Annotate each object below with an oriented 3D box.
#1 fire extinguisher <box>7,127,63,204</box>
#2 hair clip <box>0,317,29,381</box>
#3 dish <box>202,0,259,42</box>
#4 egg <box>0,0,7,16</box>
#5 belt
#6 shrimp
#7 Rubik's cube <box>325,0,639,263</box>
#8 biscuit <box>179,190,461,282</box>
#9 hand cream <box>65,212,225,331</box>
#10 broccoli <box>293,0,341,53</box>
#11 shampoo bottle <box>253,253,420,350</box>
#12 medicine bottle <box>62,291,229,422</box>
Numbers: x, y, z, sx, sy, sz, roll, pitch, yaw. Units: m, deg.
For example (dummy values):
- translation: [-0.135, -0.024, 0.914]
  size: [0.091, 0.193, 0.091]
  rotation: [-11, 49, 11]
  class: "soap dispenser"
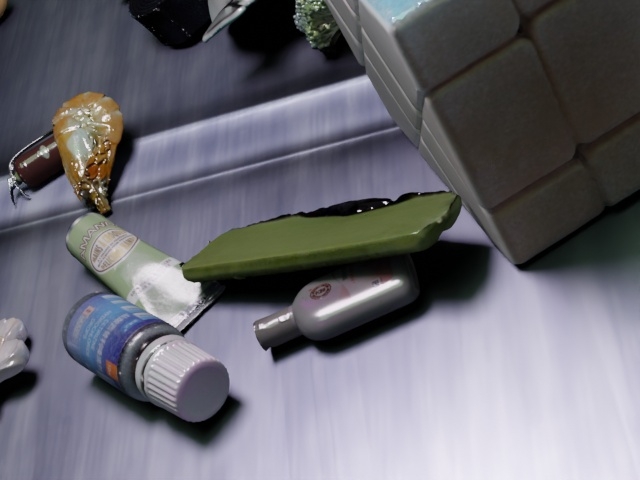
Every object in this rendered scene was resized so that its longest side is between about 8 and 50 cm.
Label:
- translation: [-0.331, -0.111, 1.827]
  size: [0.158, 0.043, 0.064]
  rotation: [-32, 71, 0]
  class: "fire extinguisher"
- translation: [-0.401, 0.179, 1.552]
  size: [0.146, 0.075, 0.257]
  rotation: [2, 56, 39]
  class: "hair clip"
- translation: [-0.080, -0.339, 1.792]
  size: [0.224, 0.078, 0.246]
  rotation: [-30, 13, 42]
  class: "dish"
- translation: [-0.518, -0.353, 2.189]
  size: [0.096, 0.080, 0.080]
  rotation: [-17, 40, 7]
  class: "egg"
- translation: [-0.174, -0.353, 1.931]
  size: [0.151, 0.078, 0.198]
  rotation: [2, 58, 51]
  class: "belt"
- translation: [-0.279, -0.108, 1.758]
  size: [0.091, 0.043, 0.184]
  rotation: [-17, 58, 9]
  class: "shrimp"
- translation: [0.194, -0.233, 1.371]
  size: [0.316, 0.318, 0.322]
  rotation: [-32, 39, 0]
  class: "Rubik's cube"
- translation: [0.000, 0.000, 1.444]
  size: [0.322, 0.038, 0.099]
  rotation: [-8, 25, 38]
  class: "biscuit"
- translation: [-0.203, 0.030, 1.586]
  size: [0.086, 0.055, 0.235]
  rotation: [-45, 47, -14]
  class: "hand cream"
- translation: [0.066, -0.289, 1.713]
  size: [0.204, 0.122, 0.118]
  rotation: [-5, 59, 11]
  class: "broccoli"
- translation: [0.014, 0.060, 1.405]
  size: [0.165, 0.040, 0.080]
  rotation: [-24, 34, 11]
  class: "shampoo bottle"
- translation: [-0.173, 0.116, 1.444]
  size: [0.203, 0.083, 0.083]
  rotation: [22, 64, 45]
  class: "medicine bottle"
